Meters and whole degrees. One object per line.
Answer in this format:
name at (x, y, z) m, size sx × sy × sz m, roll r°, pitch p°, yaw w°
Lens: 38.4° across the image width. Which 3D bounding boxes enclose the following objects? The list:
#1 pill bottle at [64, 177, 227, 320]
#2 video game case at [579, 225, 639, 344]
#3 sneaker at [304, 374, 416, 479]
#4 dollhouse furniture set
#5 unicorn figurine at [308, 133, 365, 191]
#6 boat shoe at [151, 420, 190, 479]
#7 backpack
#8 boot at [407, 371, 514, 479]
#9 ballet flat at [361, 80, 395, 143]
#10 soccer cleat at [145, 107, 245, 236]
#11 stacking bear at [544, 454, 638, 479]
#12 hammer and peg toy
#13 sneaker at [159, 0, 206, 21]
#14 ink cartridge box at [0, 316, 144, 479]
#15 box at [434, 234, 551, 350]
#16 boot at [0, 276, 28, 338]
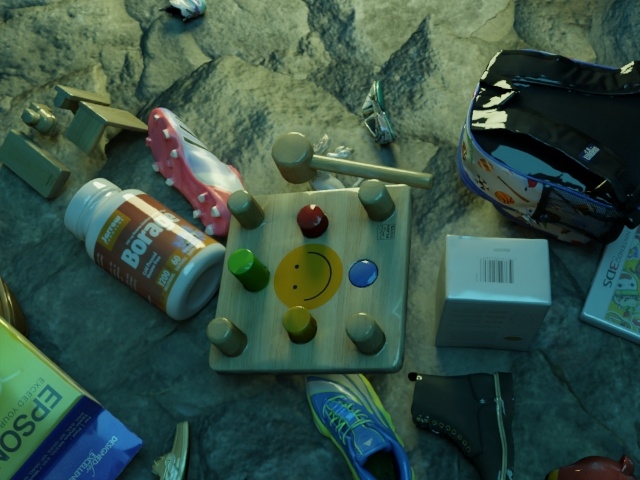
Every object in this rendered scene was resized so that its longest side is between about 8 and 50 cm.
pill bottle at (-0.243, 0.006, 1.266) m, size 0.216 × 0.121 × 0.121 m, roll 32°, pitch 67°, yaw 16°
video game case at (0.501, 0.065, 1.280) m, size 0.226 × 0.026 × 0.206 m, roll 23°, pitch 65°, yaw 12°
sneaker at (0.055, 0.232, 1.142) m, size 0.091 × 0.126 × 0.240 m, roll -28°, pitch 66°, yaw -13°
dollhouse furniture set at (-0.374, -0.149, 1.402) m, size 0.144 × 0.123 × 0.151 m, roll 37°, pitch 104°, yaw 18°
unicorn figurine at (0.025, -0.072, 1.344) m, size 0.111 × 0.060 × 0.162 m, roll -36°, pitch 59°, yaw -6°
boat shoe at (-0.191, 0.293, 1.157) m, size 0.045 × 0.050 × 0.135 m, roll 7°, pitch 63°, yaw -2°
backpack at (0.328, -0.139, 1.287) m, size 0.263 × 0.213 × 0.277 m, roll 24°, pitch 59°, yaw 4°
boot at (0.175, 0.258, 1.165) m, size 0.136 × 0.077 × 0.198 m, roll 2°, pitch 49°, yaw 7°
ballet flat at (0.085, -0.197, 1.416) m, size 0.041 × 0.041 × 0.114 m, roll -10°, pitch 62°, yaw -4°
soccer cleat at (-0.175, -0.104, 1.358) m, size 0.095 × 0.083 × 0.248 m, roll -12°, pitch 53°, yaw -39°
stacking bear at (0.289, 0.379, 1.053) m, size 0.164 × 0.175 × 0.289 m, roll 23°, pitch 58°, yaw 14°
hammer and peg toy at (0.000, 0.000, 1.200) m, size 0.265 × 0.127 × 0.362 m, roll -3°, pitch 63°, yaw 20°
sneaker at (-0.243, -0.403, 1.525) m, size 0.069 × 0.038 × 0.098 m, roll -35°, pitch 67°, yaw -17°
ink cartridge box at (-0.432, 0.265, 1.123) m, size 0.307 × 0.072 × 0.304 m, roll 37°, pitch 78°, yaw 13°
box at (0.219, 0.072, 1.198) m, size 0.130 × 0.170 × 0.091 m, roll 3°, pitch 64°, yaw 2°
boot at (-0.471, 0.150, 1.225) m, size 0.152 × 0.073 × 0.197 m, roll -17°, pitch 61°, yaw -3°
